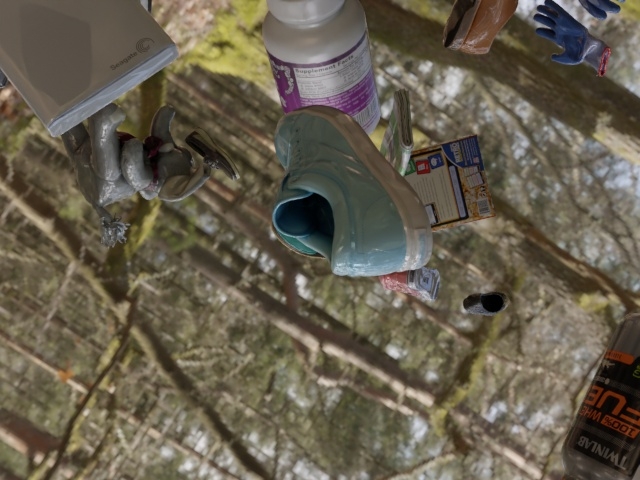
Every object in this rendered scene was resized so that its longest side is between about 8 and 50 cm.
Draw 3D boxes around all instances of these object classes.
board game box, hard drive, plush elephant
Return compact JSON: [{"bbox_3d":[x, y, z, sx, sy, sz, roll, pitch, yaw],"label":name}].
[{"bbox_3d":[0.190,-0.089,1.555,0.193,0.147,0.045,-14,-174,1],"label":"board game box"},{"bbox_3d":[-0.419,-0.354,1.411,0.233,0.353,0.047,-37,163,-13],"label":"hard drive"},{"bbox_3d":[-0.376,-0.174,1.904,0.255,0.330,0.271,-22,-162,-33],"label":"plush elephant"}]

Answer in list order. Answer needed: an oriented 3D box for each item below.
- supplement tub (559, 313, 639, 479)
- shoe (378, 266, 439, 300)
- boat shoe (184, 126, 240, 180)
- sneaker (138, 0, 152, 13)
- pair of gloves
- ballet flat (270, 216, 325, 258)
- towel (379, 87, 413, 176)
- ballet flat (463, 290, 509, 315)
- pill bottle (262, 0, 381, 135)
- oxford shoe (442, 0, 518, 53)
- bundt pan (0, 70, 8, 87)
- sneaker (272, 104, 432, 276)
[{"bbox_3d":[0.506,0.291,1.415,0.316,0.193,0.193,-64,-174,-6],"label":"supplement tub"},{"bbox_3d":[0.176,0.077,1.778,0.178,0.081,0.064,26,73,-64],"label":"shoe"},{"bbox_3d":[-0.235,-0.180,1.957,0.049,0.152,0.056,-39,161,-17],"label":"boat shoe"},{"bbox_3d":[-0.458,-0.587,1.833,0.178,0.296,0.124,-19,-160,-20],"label":"sneaker"},{"bbox_3d":[0.348,-0.316,1.219,0.023,0.159,0.198,-22,137,-16],"label":"pair of gloves"},{"bbox_3d":[0.000,0.000,1.748,0.080,0.232,0.073,-67,-160,0],"label":"ballet flat"},{"bbox_3d":[0.108,-0.135,1.327,0.152,0.023,0.113,104,-13,-57],"label":"towel"},{"bbox_3d":[0.398,0.149,2.114,0.049,0.173,0.058,-7,-94,42],"label":"ballet flat"},{"bbox_3d":[-0.001,-0.303,1.462,0.169,0.169,0.302,-59,152,-31],"label":"pill bottle"},{"bbox_3d":[0.242,-0.349,1.217,0.076,0.076,0.212,-94,-158,-49],"label":"oxford shoe"},{"bbox_3d":[-0.766,-0.469,1.872,0.331,0.330,0.124,-56,177,-5],"label":"bundt pan"},{"bbox_3d":[-0.007,-0.075,1.157,0.366,0.150,0.135,-134,-139,-52],"label":"sneaker"}]
